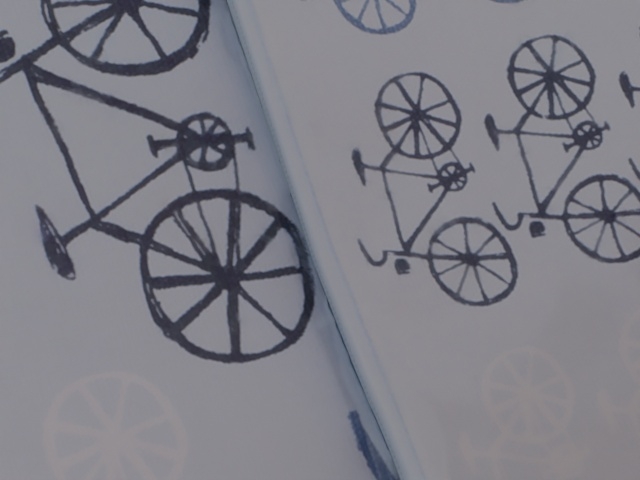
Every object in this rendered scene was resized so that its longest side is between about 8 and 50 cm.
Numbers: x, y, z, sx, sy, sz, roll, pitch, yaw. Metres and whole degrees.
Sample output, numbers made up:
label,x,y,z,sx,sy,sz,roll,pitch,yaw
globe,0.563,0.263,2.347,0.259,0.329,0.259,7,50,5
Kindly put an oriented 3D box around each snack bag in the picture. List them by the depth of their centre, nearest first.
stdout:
label,x,y,z,sx,sy,sz,roll,pitch,yaw
snack bag,0.000,0.000,0.622,0.342,0.037,0.323,-15,-107,-14
